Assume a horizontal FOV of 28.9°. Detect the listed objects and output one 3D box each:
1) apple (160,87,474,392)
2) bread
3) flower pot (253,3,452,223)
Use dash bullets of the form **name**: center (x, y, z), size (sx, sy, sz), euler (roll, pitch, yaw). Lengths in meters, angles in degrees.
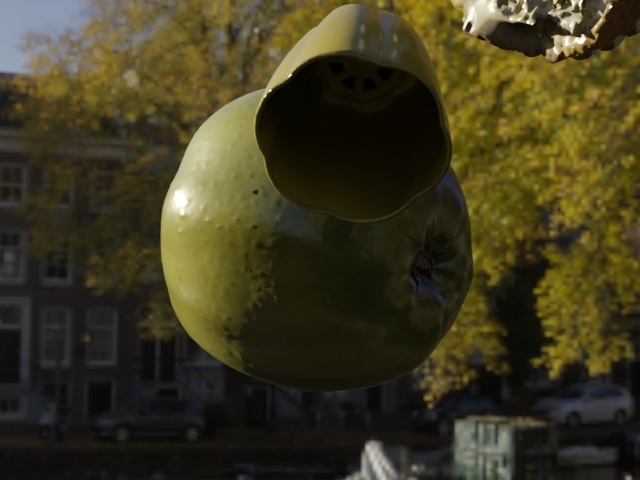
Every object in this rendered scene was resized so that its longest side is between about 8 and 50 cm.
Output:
- **apple**: center (0.000, 0.000, 1.840), size (0.474, 0.473, 0.473), euler (1, -4, 0)
- **bread**: center (0.260, -0.299, 1.241), size (0.274, 0.274, 0.149), euler (-3, -13, 41)
- **flower pot**: center (0.039, -0.143, 1.271), size (0.195, 0.195, 0.179), euler (0, 35, 6)
